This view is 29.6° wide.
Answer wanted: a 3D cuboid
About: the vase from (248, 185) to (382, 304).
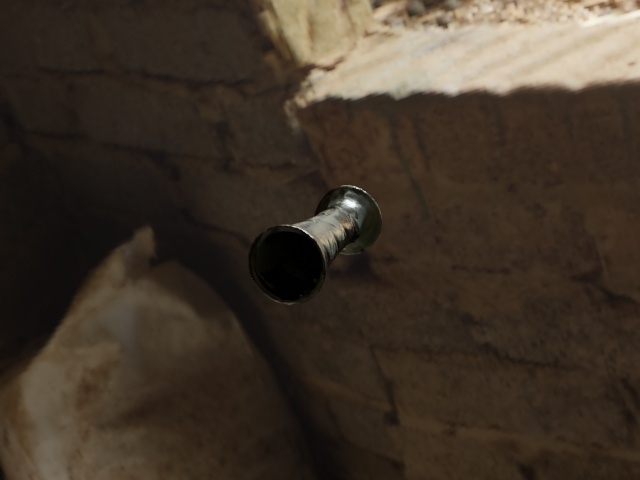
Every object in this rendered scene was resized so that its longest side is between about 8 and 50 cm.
[{"bbox_3d":[0.000,0.000,0.919,0.059,0.059,0.167,-11,9,19],"label":"vase"}]
